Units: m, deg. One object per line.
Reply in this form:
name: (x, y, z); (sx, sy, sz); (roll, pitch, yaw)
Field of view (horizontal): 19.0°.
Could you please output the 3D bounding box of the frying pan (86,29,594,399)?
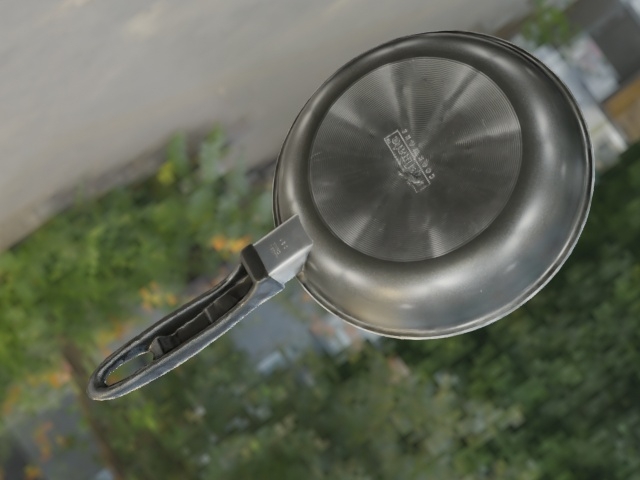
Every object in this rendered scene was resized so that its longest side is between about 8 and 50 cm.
frying pan: (0.000, -0.028, 1.140); (0.326, 0.197, 0.053); (-11, 157, 14)
